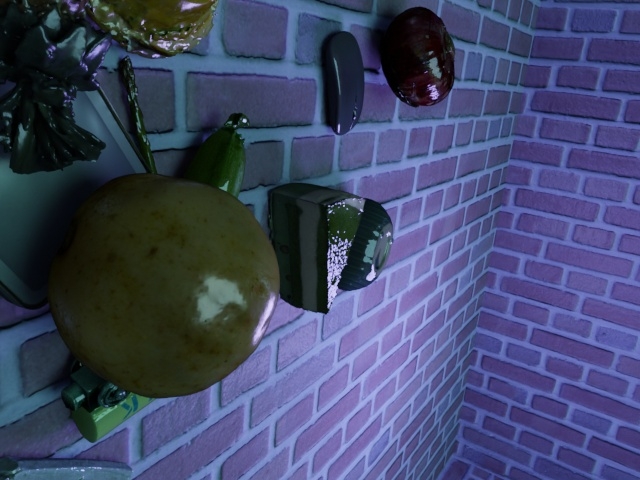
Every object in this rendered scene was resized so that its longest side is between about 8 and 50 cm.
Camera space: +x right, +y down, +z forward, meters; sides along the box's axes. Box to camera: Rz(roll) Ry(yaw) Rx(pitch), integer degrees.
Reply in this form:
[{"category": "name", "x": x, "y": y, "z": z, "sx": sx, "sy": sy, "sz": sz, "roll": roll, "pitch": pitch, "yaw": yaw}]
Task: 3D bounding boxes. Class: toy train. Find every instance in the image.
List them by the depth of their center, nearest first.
[{"category": "toy train", "x": -0.299, "y": 0.221, "z": 0.888, "sx": 0.253, "sy": 0.105, "sz": 0.157, "roll": -32, "pitch": 143, "yaw": -47}]

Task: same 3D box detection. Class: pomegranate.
[{"category": "pomegranate", "x": -0.205, "y": 0.053, "z": 0.710, "sx": 0.307, "sy": 0.307, "sz": 0.307, "roll": -33, "pitch": 130, "yaw": -49}]

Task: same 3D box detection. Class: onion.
[{"category": "onion", "x": 0.250, "y": -0.463, "z": 1.378, "sx": 0.246, "sy": 0.190, "sz": 0.247, "roll": 21, "pitch": 64, "yaw": -55}]

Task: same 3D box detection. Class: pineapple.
[{"category": "pineapple", "x": -0.312, "y": -0.226, "z": 0.571, "sx": 0.170, "sy": 0.141, "sz": 0.310, "roll": -5, "pitch": 100, "yaw": -14}]

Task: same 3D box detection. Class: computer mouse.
[{"category": "computer mouse", "x": 0.058, "y": -0.358, "z": 1.239, "sx": 0.120, "sy": 0.057, "sz": 0.232, "roll": -39, "pitch": 135, "yaw": -44}]

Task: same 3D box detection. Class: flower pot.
[{"category": "flower pot", "x": 0.092, "y": 0.011, "z": 1.372, "sx": 0.189, "sy": 0.157, "sz": 0.243, "roll": 30, "pitch": 76, "yaw": -58}]

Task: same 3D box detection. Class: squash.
[{"category": "squash", "x": -0.206, "y": -0.043, "z": 0.907, "sx": 0.101, "sy": 0.101, "sz": 0.379, "roll": 37, "pitch": 71, "yaw": -58}]

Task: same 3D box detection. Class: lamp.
[{"category": "lamp", "x": -0.358, "y": -0.083, "z": 0.689, "sx": 0.266, "sy": 0.047, "sz": 0.269, "roll": -54, "pitch": 144, "yaw": -30}]

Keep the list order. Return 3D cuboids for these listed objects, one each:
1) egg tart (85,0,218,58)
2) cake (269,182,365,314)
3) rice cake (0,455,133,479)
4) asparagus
[{"category": "egg tart", "x": -0.209, "y": -0.397, "z": 0.722, "sx": 0.295, "sy": 0.116, "sz": 0.295, "roll": -34, "pitch": 132, "yaw": -51}, {"category": "cake", "x": -0.001, "y": 0.006, "z": 1.214, "sx": 0.172, "sy": 0.158, "sz": 0.284, "roll": -36, "pitch": 134, "yaw": -49}, {"category": "rice cake", "x": -0.394, "y": 0.363, "z": 0.838, "sx": 0.042, "sy": 0.045, "sz": 0.245, "roll": -65, "pitch": 149, "yaw": -10}, {"category": "asparagus", "x": -0.270, "y": -0.153, "z": 0.822, "sx": 0.024, "sy": 0.025, "sz": 0.249, "roll": -26, "pitch": 126, "yaw": -31}]
